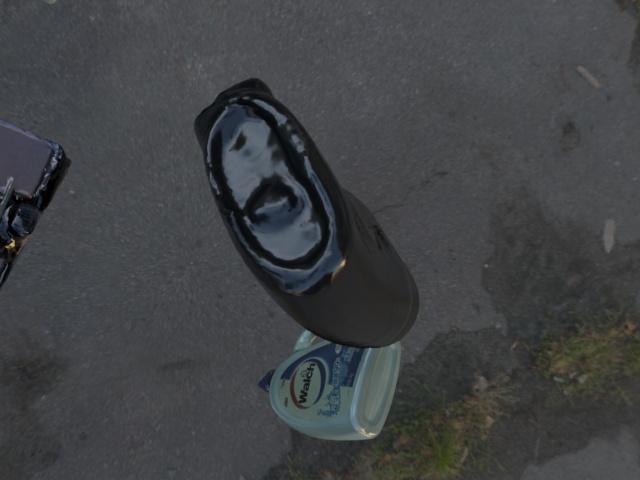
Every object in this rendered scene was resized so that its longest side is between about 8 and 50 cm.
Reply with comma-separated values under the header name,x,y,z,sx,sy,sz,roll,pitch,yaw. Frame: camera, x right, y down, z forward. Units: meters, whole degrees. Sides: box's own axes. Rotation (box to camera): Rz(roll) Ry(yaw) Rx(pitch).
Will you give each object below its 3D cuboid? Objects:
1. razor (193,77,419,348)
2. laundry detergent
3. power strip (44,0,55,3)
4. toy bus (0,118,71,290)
name,x,y,z,sx,sy,sz,roll,pitch,yaw
razor,-0.001,0.001,0.592,0.113,0.349,0.205,-31,67,8
laundry detergent,0.000,0.248,1.101,0.105,0.280,0.215,38,60,-36
power strip,-0.450,-0.580,0.993,0.161,0.357,0.358,25,82,-31
toy bus,-0.304,0.056,0.460,0.112,0.138,0.317,25,58,-23
